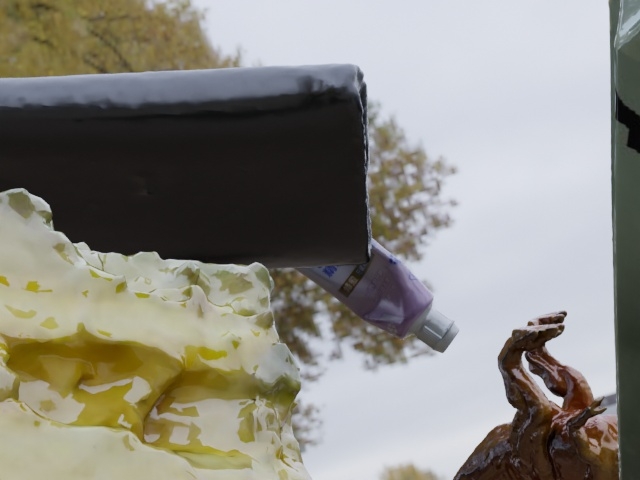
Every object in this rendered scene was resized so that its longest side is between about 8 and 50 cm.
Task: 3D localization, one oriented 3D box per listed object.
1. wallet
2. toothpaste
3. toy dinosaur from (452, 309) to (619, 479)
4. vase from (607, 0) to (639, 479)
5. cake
[{"bbox_3d":[-0.163,-0.049,0.993,0.406,0.062,0.228,-1,-36,3],"label":"wallet"},{"bbox_3d":[0.000,0.000,1.127,0.075,0.301,0.048,-53,-6,2],"label":"toothpaste"},{"bbox_3d":[0.208,0.173,1.161,0.097,0.208,0.432,-5,-10,-28],"label":"toy dinosaur"},{"bbox_3d":[0.159,0.060,0.402,0.165,0.360,0.165,1,27,0],"label":"vase"},{"bbox_3d":[-0.127,0.154,0.492,0.222,0.286,0.227,10,-42,-23],"label":"cake"}]
